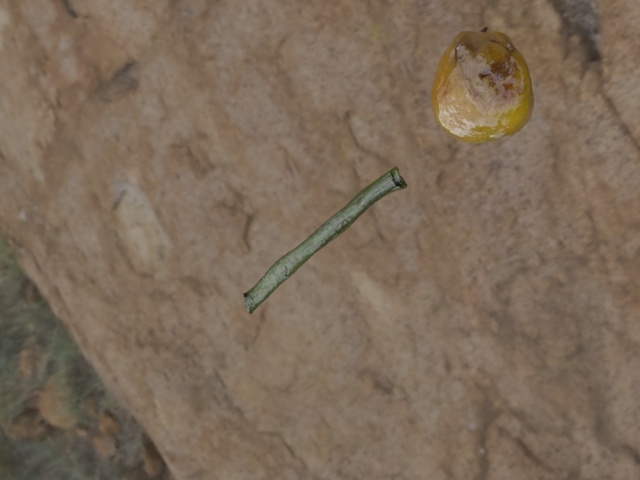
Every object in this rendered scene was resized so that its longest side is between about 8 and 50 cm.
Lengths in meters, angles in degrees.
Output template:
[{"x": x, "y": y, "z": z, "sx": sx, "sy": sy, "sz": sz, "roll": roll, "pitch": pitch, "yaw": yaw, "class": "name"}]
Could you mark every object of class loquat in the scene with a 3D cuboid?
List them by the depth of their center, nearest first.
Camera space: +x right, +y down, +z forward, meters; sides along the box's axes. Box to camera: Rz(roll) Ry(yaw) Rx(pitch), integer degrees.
[{"x": 0.190, "y": -0.180, "z": 1.285, "sx": 0.137, "sy": 0.113, "sz": 0.137, "roll": 174, "pitch": 90, "yaw": -73, "class": "loquat"}]

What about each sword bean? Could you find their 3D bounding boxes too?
[{"x": 0.000, "y": 0.000, "z": 0.427, "sx": 0.083, "sy": 0.012, "sz": 0.012, "roll": -41, "pitch": 79, "yaw": 16, "class": "sword bean"}]
